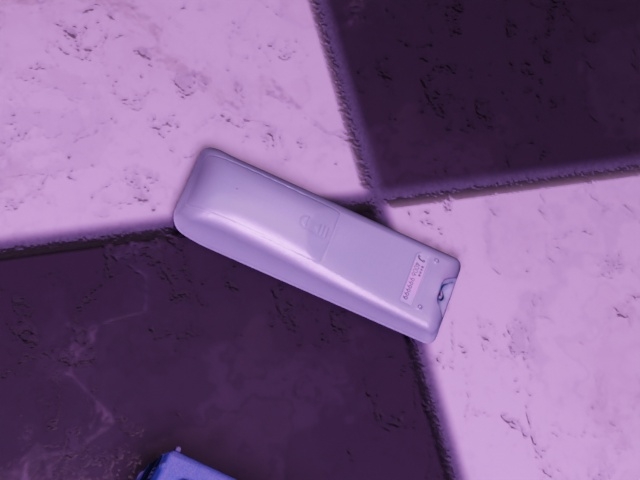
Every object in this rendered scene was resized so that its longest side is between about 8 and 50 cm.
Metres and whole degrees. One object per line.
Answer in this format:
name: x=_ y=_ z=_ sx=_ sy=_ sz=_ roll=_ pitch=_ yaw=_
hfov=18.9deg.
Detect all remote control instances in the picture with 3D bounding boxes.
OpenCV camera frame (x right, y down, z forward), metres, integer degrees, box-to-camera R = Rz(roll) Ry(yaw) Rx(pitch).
remote control: x=0.000 y=0.001 z=1.938 sx=0.293 sy=0.051 sz=0.103 roll=25 pitch=61 yaw=-6

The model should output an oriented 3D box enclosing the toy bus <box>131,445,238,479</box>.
toy bus: x=-0.074 y=0.287 z=1.737 sx=0.234 sy=0.133 sz=0.116 roll=26 pitch=62 yaw=-5
